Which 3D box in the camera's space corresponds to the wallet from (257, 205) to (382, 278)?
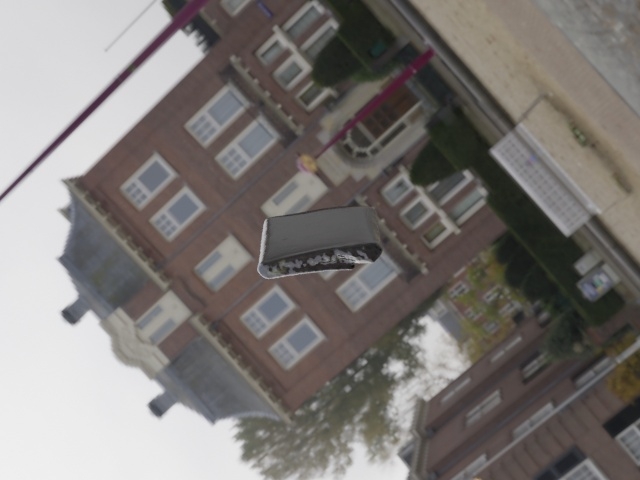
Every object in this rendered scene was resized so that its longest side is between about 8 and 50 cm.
[{"bbox_3d":[0.000,0.000,1.247,0.229,0.181,0.049,-90,-8,-74],"label":"wallet"}]
